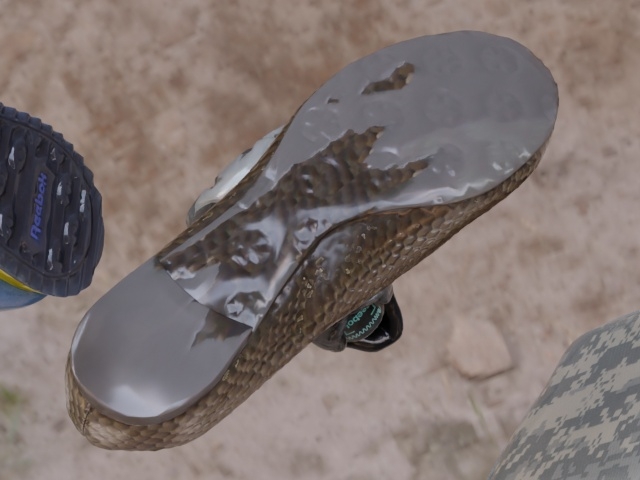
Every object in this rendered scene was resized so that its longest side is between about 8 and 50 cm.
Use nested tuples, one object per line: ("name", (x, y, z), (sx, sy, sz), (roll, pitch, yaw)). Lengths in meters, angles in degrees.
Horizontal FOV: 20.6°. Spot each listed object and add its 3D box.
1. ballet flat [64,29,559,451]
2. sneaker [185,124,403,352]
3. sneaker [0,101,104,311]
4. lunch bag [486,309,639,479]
("ballet flat", (0.000, 0.000, 0.687), (0.084, 0.058, 0.250), (39, 60, 18))
("sneaker", (-0.001, 0.006, 1.103), (0.101, 0.267, 0.106), (-42, 73, 2))
("sneaker", (-0.150, -0.037, 0.513), (0.082, 0.209, 0.069), (-6, 59, 27))
("lunch bag", (0.295, 0.183, 1.176), (0.305, 0.256, 0.213), (-29, 23, 55))
